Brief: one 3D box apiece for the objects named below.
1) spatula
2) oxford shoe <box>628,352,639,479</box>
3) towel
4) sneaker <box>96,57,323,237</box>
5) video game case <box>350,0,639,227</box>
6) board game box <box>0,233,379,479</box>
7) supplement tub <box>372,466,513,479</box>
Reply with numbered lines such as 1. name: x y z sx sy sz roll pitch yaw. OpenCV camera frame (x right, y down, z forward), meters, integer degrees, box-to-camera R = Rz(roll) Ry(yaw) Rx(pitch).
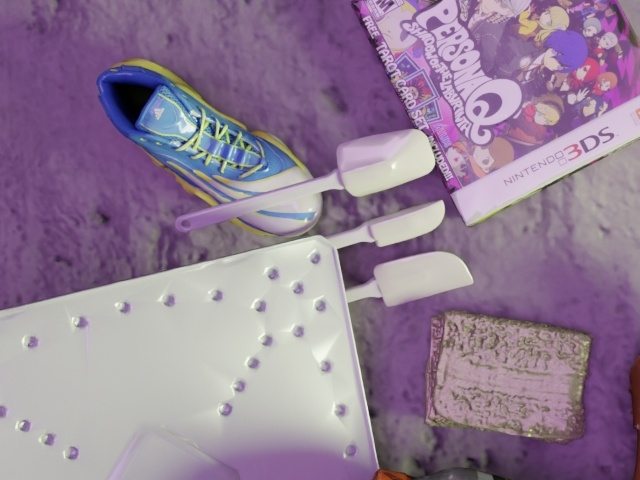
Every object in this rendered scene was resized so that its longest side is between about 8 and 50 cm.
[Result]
1. spatula: 0.000 0.000 1.238 0.242 0.019 0.168 -15 120 12
2. oxford shoe: 0.301 0.148 1.197 0.076 0.076 0.212 21 100 41
3. towel: 0.168 0.122 1.234 0.148 0.027 0.110 6 92 12
4. sneaker: -0.111 -0.081 1.235 0.240 0.126 0.091 33 98 9
5. video game case: 0.170 -0.160 1.219 0.210 0.042 0.232 -27 86 10
6. board game box: -0.137 0.223 1.166 0.390 0.050 0.390 -14 97 -21
7. supplement tub: 0.178 0.304 1.131 0.316 0.193 0.193 17 95 2
